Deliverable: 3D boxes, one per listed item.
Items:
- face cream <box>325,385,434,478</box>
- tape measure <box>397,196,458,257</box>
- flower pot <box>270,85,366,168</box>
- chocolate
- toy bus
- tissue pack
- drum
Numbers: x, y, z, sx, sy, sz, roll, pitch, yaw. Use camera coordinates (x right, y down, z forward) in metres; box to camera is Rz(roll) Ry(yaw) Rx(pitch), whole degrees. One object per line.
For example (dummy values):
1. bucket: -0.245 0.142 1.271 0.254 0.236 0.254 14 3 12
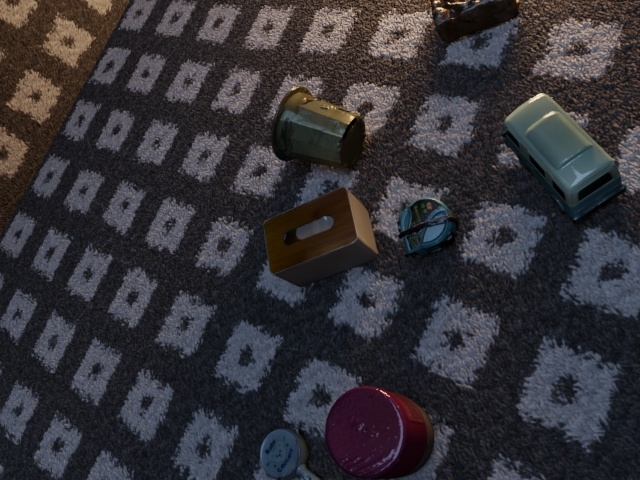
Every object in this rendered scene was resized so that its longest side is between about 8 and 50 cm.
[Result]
1. face cream: 0.127 0.397 1.173 0.175 0.195 0.175 -11 67 26
2. tape measure: 0.250 -0.036 1.351 0.146 0.081 0.125 -21 64 21
3. flower pot: 0.004 -0.295 1.539 0.203 0.212 0.212 19 80 26
4. chocolate: 0.402 -0.628 1.503 0.214 0.093 0.148 -16 64 24
5. toy bus: 0.504 -0.192 1.217 0.133 0.165 0.271 -36 56 13
6. tissue pack: 0.000 -0.001 1.449 0.246 0.136 0.159 -22 60 20
7. drum: -0.050 0.544 1.302 0.130 0.049 0.253 -46 55 6
